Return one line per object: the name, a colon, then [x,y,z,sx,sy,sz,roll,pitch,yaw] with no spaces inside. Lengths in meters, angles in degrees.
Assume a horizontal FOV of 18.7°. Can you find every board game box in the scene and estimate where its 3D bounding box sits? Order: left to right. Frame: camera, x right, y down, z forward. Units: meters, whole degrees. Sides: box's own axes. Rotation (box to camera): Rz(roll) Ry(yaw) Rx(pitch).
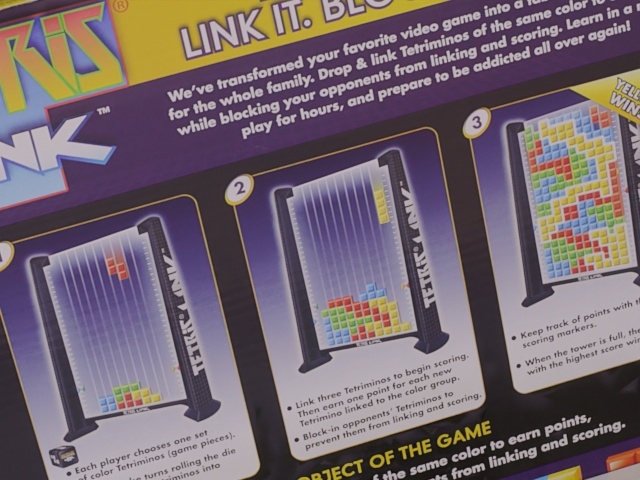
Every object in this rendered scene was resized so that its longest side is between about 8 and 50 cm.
board game box: [0.000,0.000,0.390,0.170,0.141,0.048,-15,-157,-9]
